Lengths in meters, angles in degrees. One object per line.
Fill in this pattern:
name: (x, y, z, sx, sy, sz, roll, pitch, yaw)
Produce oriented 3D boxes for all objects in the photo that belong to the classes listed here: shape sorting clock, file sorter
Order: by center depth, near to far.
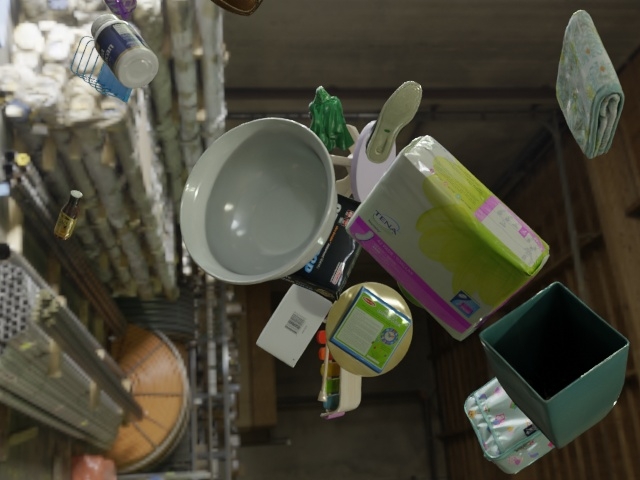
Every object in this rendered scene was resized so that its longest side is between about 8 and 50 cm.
shape sorting clock: (0.107, 0.194, 1.715, 0.040, 0.206, 0.206, -167, -104, -71)
file sorter: (-0.573, -0.461, 2.087, 0.170, 0.104, 0.118, 36, -74, 42)

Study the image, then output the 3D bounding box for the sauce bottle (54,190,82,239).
sauce bottle: (-0.575, -0.058, 1.796, 0.042, 0.042, 0.128, -101, -147, -52)

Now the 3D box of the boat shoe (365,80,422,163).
boat shoe: (0.182, -0.314, 2.030, 0.233, 0.084, 0.079, -60, -166, 25)

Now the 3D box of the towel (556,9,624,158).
towel: (0.821, -0.467, 2.429, 0.374, 0.090, 0.320, 72, 4, -62)

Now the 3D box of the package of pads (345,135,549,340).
package of pads: (0.208, -0.004, 1.324, 0.101, 0.296, 0.229, -39, 169, -44)

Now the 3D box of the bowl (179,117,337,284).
bowl: (-0.087, -0.052, 1.371, 0.134, 0.298, 0.297, 38, 44, -60)

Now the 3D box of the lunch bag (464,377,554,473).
lunch bag: (0.542, 0.517, 2.250, 0.108, 0.224, 0.279, 50, 11, -28)

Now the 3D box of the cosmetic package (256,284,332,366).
cosmetic package: (-0.084, 0.257, 2.410, 0.224, 0.138, 0.224, -57, 178, -9)

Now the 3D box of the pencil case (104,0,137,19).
pencil case: (-0.542, -0.674, 2.026, 0.206, 0.086, 0.088, 67, -3, -63)

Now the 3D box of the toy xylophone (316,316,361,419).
toy xylophone: (0.049, 0.391, 2.425, 0.236, 0.081, 0.322, 21, 72, -54)

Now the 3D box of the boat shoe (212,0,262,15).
boat shoe: (-0.289, -0.666, 1.915, 0.122, 0.324, 0.120, -51, -177, 20)

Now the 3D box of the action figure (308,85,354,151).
action figure: (0.013, -0.313, 2.026, 0.232, 0.137, 0.063, 81, -8, -61)

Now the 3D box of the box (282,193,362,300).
box: (0.000, 0.000, 1.699, 0.051, 0.175, 0.220, 83, 31, -65)

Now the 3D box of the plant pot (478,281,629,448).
plant pot: (0.393, 0.230, 1.306, 0.165, 0.166, 0.234, 49, -13, 45)

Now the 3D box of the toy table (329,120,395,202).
toy table: (0.123, -0.245, 2.510, 0.161, 0.252, 0.274, 10, -100, 45)

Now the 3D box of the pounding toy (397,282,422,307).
pounding toy: (0.301, 0.062, 2.150, 0.110, 0.183, 0.237, -49, -126, 53)

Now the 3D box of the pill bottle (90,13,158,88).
pill bottle: (-0.419, -0.404, 1.655, 0.169, 0.094, 0.094, 50, -29, 31)
